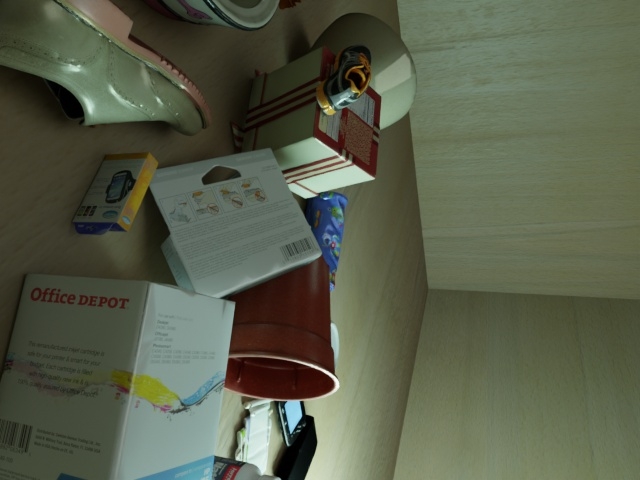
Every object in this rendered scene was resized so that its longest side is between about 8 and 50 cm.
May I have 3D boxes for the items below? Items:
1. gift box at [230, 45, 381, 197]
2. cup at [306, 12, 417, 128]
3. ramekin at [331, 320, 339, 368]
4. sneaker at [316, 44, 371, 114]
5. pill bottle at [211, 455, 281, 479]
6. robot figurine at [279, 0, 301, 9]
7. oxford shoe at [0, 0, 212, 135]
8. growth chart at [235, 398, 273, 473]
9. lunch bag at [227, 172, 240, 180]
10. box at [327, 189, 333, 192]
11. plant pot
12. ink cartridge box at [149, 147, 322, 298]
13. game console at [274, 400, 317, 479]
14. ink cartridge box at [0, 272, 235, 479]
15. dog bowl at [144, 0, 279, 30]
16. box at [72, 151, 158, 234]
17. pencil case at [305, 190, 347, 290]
[{"bbox_3d":[-0.041,-0.268,1.092,0.276,0.258,0.256,29,61,-42],"label":"gift box"},{"bbox_3d":[0.061,-0.415,1.326,0.237,0.330,0.331,-43,136,-29],"label":"cup"},{"bbox_3d":[-0.023,0.308,1.348,0.207,0.108,0.208,2,90,-69],"label":"ramekin"},{"bbox_3d":[0.069,-0.333,0.970,0.084,0.083,0.215,49,48,-29],"label":"sneaker"},{"bbox_3d":[-0.166,0.462,0.883,0.108,0.179,0.108,1,90,-69],"label":"pill bottle"},{"bbox_3d":[-0.085,-0.736,1.175,0.211,0.084,0.292,40,54,-65],"label":"robot figurine"},{"bbox_3d":[-0.289,-0.221,0.665,0.147,0.140,0.397,-56,161,0],"label":"oxford shoe"},{"bbox_3d":[-0.159,0.487,1.125,0.172,0.021,0.238,37,57,-64],"label":"growth chart"},{"bbox_3d":[-0.167,-0.104,1.035,0.083,0.053,0.071,-45,131,-49],"label":"lunch bag"},{"bbox_3d":[0.002,-0.203,1.514,0.201,0.021,0.165,56,40,-57],"label":"box"},{"bbox_3d":[-0.090,0.162,0.998,0.272,0.272,0.265,62,26,-51],"label":"plant pot"},{"bbox_3d":[-0.157,-0.032,0.872,0.275,0.060,0.239,-20,80,-39],"label":"ink cartridge box"},{"bbox_3d":[-0.073,0.522,1.290,0.213,0.043,0.362,-58,147,-53],"label":"game console"},{"bbox_3d":[-0.256,0.192,0.614,0.197,0.197,0.271,34,60,-65],"label":"ink cartridge box"},{"bbox_3d":[-0.208,-0.550,0.776,0.408,0.150,0.409,1,90,-68],"label":"dog bowl"},{"bbox_3d":[-0.290,-0.063,0.676,0.028,0.081,0.136,58,39,-56],"label":"box"},{"bbox_3d":[0.000,0.000,1.382,0.133,0.119,0.307,36,57,-52],"label":"pencil case"}]
